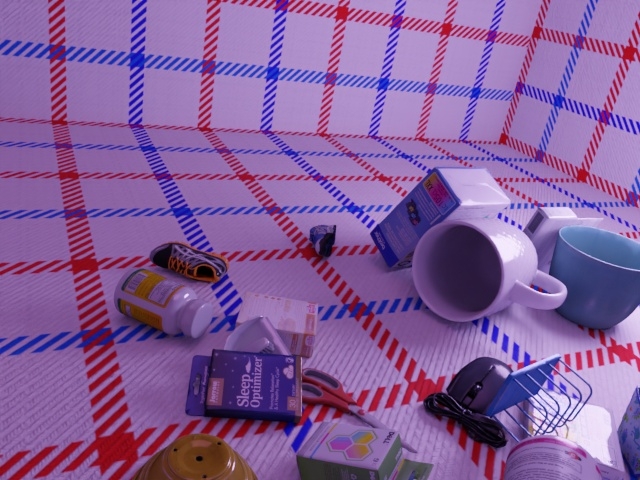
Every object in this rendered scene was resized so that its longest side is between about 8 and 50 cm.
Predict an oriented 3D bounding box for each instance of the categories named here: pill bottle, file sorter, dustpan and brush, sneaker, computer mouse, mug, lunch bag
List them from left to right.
[{"bbox_3d":[-0.359,0.148,1.325,0.209,0.117,0.117,19,26,18],"label":"pill bottle"},{"bbox_3d":[-0.358,0.063,1.554,0.215,0.084,0.083,10,30,-4],"label":"sneaker"},{"bbox_3d":[-0.175,0.254,1.225,0.211,0.060,0.147,-29,62,-16],"label":"dustpan and brush"},{"bbox_3d":[0.000,0.000,1.847,0.081,0.080,0.211,7,15,6],"label":"sneaker"},{"bbox_3d":[0.368,0.330,1.281,0.189,0.072,0.272,24,28,28],"label":"computer mouse"},{"bbox_3d":[0.501,0.088,1.612,0.374,0.276,0.328,29,23,37],"label":"mug"},{"bbox_3d":[0.446,0.324,1.160,0.170,0.118,0.104,-9,40,-36],"label":"file sorter"},{"bbox_3d":[0.360,0.456,0.905,0.161,0.160,0.283,19,26,17],"label":"pill bottle"},{"bbox_3d":[0.680,0.397,1.195,0.097,0.128,0.151,9,23,-3],"label":"lunch bag"}]

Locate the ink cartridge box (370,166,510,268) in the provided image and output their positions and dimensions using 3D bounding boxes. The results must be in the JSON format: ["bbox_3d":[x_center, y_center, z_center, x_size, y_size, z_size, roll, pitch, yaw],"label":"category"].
[{"bbox_3d":[0.348,-0.050,1.794,0.270,0.395,0.151,-5,57,-41],"label":"ink cartridge box"}]

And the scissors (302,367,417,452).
[{"bbox_3d":[0.075,0.345,1.193,0.297,0.021,0.109,19,24,20],"label":"scissors"}]

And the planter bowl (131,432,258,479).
[{"bbox_3d":[-0.199,0.380,0.927,0.217,0.090,0.217,8,24,-4],"label":"planter bowl"}]

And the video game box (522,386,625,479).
[{"bbox_3d":[0.528,0.404,1.217,0.187,0.048,0.205,19,26,13],"label":"video game box"}]

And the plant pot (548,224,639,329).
[{"bbox_3d":[0.822,0.121,1.714,0.293,0.235,0.293,9,24,-4],"label":"plant pot"}]

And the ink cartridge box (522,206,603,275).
[{"bbox_3d":[0.746,0.011,1.869,0.239,0.275,0.060,-2,44,-26],"label":"ink cartridge box"}]

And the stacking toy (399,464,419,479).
[{"bbox_3d":[0.170,0.445,0.906,0.167,0.052,0.221,2,18,37],"label":"stacking toy"}]

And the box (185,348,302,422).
[{"bbox_3d":[-0.150,0.290,1.151,0.226,0.036,0.136,6,48,-8],"label":"box"}]

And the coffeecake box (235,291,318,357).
[{"bbox_3d":[-0.103,0.199,1.377,0.186,0.068,0.142,10,25,-2],"label":"coffeecake box"}]

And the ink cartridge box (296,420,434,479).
[{"bbox_3d":[0.076,0.379,0.990,0.209,0.062,0.109,-1,16,29],"label":"ink cartridge box"}]
